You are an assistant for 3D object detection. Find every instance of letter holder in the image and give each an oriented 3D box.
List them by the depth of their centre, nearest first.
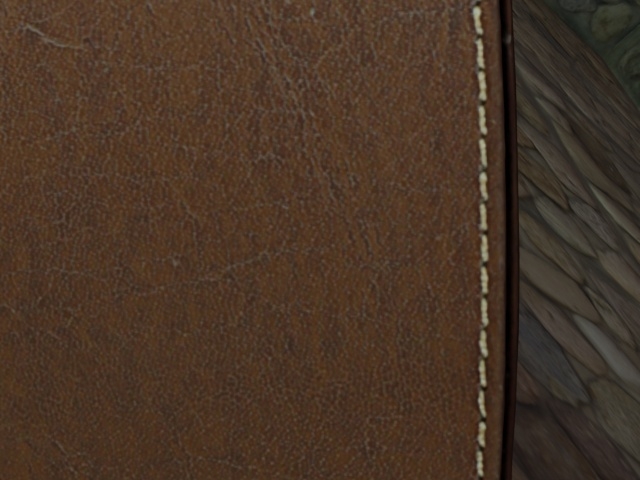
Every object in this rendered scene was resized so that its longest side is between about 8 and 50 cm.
[{"bbox_3d":[-0.052,-0.070,0.398,0.152,0.214,0.302,-28,112,-73],"label":"letter holder"}]
